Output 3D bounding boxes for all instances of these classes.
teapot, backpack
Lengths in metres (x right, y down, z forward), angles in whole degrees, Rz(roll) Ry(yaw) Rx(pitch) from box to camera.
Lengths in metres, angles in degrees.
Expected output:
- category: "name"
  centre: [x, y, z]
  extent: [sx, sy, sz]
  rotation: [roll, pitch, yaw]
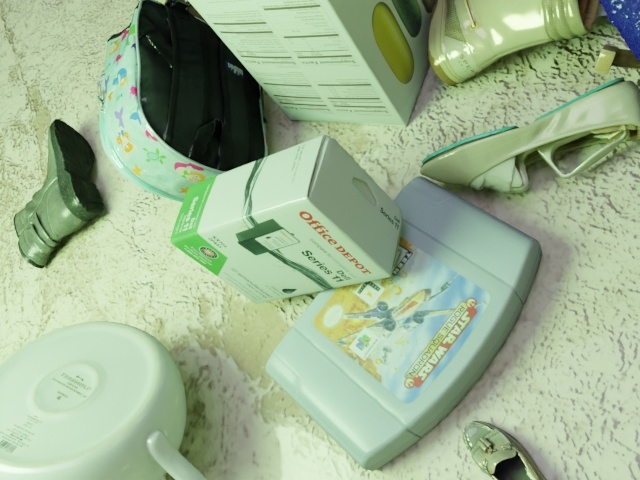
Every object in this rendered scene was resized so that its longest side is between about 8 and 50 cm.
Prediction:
- category: "teapot"
  centre: [-0.261, 0.232, 0.770]
  extent: [0.252, 0.187, 0.256]
  rotation: [-14, 36, -9]
- category: "backpack"
  centre: [-0.190, -0.172, 0.919]
  extent: [0.191, 0.225, 0.254]
  rotation: [-37, 54, 36]

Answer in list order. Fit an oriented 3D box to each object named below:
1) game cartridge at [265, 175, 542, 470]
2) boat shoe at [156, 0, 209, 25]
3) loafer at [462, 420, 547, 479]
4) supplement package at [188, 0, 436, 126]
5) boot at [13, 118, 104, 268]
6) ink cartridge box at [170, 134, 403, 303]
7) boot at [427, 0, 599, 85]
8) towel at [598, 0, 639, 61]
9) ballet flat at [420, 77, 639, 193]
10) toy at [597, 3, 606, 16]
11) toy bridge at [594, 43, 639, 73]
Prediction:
- category: "game cartridge"
  centre: [0.093, 0.085, 0.725]
  extent: [0.297, 0.062, 0.198]
  rotation: [-52, 48, -4]
- category: "boat shoe"
  centre: [-0.147, -0.419, 1.091]
  extent: [0.123, 0.123, 0.342]
  rotation: [22, 71, 37]
- category: "loafer"
  centre: [0.178, 0.213, 0.615]
  extent: [0.045, 0.039, 0.125]
  rotation: [-46, 52, 1]
- category: "supplement package"
  centre: [0.009, -0.303, 0.845]
  extent: [0.198, 0.262, 0.199]
  rotation: [10, 70, 33]
- category: "boot"
  centre: [-0.458, -0.084, 1.112]
  extent: [0.161, 0.083, 0.247]
  rotation: [-37, 51, 15]
- category: "ink cartridge box"
  centre: [-0.036, -0.014, 0.733]
  extent: [0.208, 0.153, 0.087]
  rotation: [-15, 47, 38]
- category: "boot"
  centre: [0.237, -0.334, 0.808]
  extent: [0.203, 0.095, 0.262]
  rotation: [-11, 63, 45]
- category: "towel"
  centre: [0.425, -0.160, 0.609]
  extent: [0.227, 0.076, 0.308]
  rotation: [-24, 71, 3]
- category: "ballet flat"
  centre: [0.234, -0.097, 0.731]
  extent: [0.248, 0.086, 0.086]
  rotation: [-22, 56, 17]
- category: "toy"
  centre: [0.398, -0.309, 0.762]
  extent: [0.237, 0.056, 0.137]
  rotation: [8, 73, 38]
- category: "toy bridge"
  centre: [0.387, -0.174, 0.691]
  extent: [0.188, 0.026, 0.063]
  rotation: [18, 32, 19]
